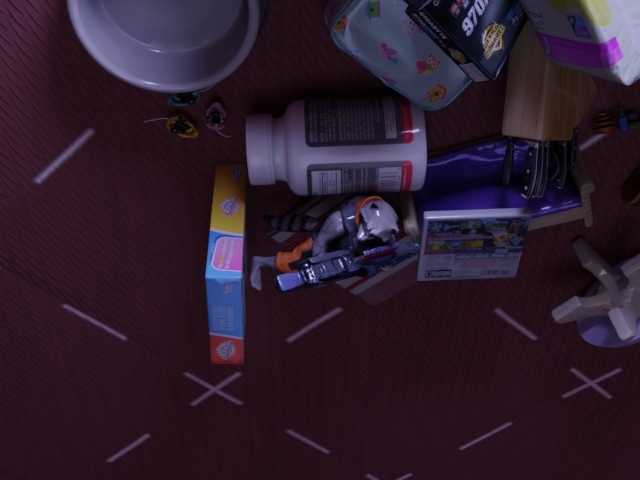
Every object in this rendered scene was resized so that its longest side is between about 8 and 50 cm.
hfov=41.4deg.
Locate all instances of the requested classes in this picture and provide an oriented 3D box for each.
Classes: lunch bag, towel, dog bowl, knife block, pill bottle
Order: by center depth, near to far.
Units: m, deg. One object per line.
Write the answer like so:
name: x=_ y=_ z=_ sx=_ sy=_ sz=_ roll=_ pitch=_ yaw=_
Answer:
dog bowl: x=-0.250 y=-0.394 z=1.381 sx=0.348 sy=0.102 sz=0.349 roll=-2 pitch=134 yaw=-2
lunch bag: x=0.166 y=-0.364 z=1.414 sx=0.279 sy=0.108 sz=0.224 roll=29 pitch=114 yaw=-29
knife block: x=0.372 y=-0.222 z=1.482 sx=0.088 sy=0.242 sz=0.276 roll=18 pitch=155 yaw=48
pill bottle: x=0.027 y=-0.172 z=1.550 sx=0.318 sy=0.176 sz=0.176 roll=-2 pitch=133 yaw=-1
towel: x=0.081 y=0.010 z=1.814 sx=0.329 sy=0.037 sz=0.237 roll=35 pitch=129 yaw=-28

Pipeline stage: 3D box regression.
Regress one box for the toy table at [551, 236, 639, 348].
toy table: x=0.637 y=0.119 z=1.822 sx=0.160 sy=0.252 sz=0.274 roll=18 pitch=121 yaw=-39

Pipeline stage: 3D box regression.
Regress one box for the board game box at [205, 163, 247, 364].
board game box: x=-0.177 y=0.042 z=1.647 sx=0.064 sy=0.317 sz=0.242 roll=1 pitch=133 yaw=-3

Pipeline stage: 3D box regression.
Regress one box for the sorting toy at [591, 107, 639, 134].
sorting toy: x=0.566 y=-0.230 z=1.610 sx=0.101 sy=0.061 sz=0.042 roll=-12 pitch=99 yaw=0

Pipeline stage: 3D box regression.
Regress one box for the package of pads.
package of pads: x=0.362 y=-0.383 z=1.228 sx=0.101 sy=0.229 sz=0.297 roll=-33 pitch=113 yaw=1

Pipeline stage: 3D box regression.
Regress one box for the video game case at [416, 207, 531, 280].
video game case: x=0.290 y=0.009 z=1.633 sx=0.201 sy=0.023 sz=0.184 roll=-2 pitch=138 yaw=-1

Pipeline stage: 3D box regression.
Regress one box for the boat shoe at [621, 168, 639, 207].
boat shoe: x=0.686 y=-0.143 z=1.680 sx=0.073 sy=0.073 sz=0.207 roll=13 pitch=138 yaw=-17

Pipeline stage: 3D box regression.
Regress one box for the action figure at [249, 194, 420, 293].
action figure: x=0.000 y=0.000 z=1.566 sx=0.330 sy=0.179 sz=0.341 roll=-19 pitch=175 yaw=43

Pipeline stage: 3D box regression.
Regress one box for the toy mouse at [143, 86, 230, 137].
toy mouse: x=-0.224 y=-0.249 z=1.565 sx=0.160 sy=0.031 sz=0.143 roll=21 pitch=129 yaw=-21

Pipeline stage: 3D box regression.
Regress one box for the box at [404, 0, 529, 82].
box: x=0.250 y=-0.386 z=1.324 sx=0.175 sy=0.220 sz=0.051 roll=38 pitch=164 yaw=-27

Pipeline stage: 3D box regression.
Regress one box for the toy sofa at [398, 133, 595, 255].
toy sofa: x=0.335 y=-0.095 z=1.654 sx=0.362 sy=0.150 sz=0.177 roll=-13 pitch=134 yaw=10

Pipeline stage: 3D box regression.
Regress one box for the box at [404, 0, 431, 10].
box: x=0.061 y=-0.533 z=1.118 sx=0.343 sy=0.313 sz=0.179 roll=34 pitch=124 yaw=-29
